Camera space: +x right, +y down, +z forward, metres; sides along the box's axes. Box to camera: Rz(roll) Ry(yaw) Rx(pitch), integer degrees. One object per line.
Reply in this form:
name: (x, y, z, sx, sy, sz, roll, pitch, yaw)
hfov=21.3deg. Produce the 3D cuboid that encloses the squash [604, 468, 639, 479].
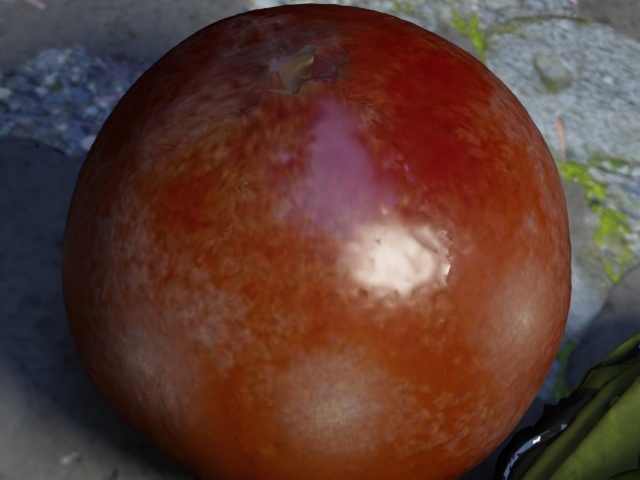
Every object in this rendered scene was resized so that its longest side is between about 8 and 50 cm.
squash: (0.191, 0.151, 0.790, 0.289, 0.203, 0.111, -23, 62, 14)

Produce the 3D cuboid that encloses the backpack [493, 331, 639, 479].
backpack: (0.201, 0.149, 0.898, 0.207, 0.140, 0.253, 39, 53, 12)

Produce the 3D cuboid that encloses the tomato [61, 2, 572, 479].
tomato: (0.000, 0.000, 0.876, 0.265, 0.265, 0.264, 6, 58, -9)
